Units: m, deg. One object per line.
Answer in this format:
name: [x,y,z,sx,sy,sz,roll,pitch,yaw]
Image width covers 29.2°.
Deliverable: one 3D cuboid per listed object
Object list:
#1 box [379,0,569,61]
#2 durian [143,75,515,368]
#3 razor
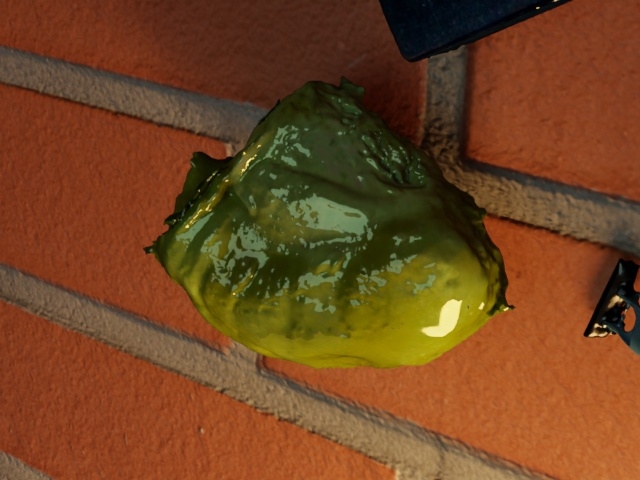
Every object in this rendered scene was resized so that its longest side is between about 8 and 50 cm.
box: [0.147,-0.302,0.901,0.279,0.116,0.261,-18,94,42]
durian: [0.000,0.000,1.078,0.340,0.204,0.255,41,139,16]
razor: [0.325,0.115,0.974,0.253,0.042,0.082,34,124,23]
